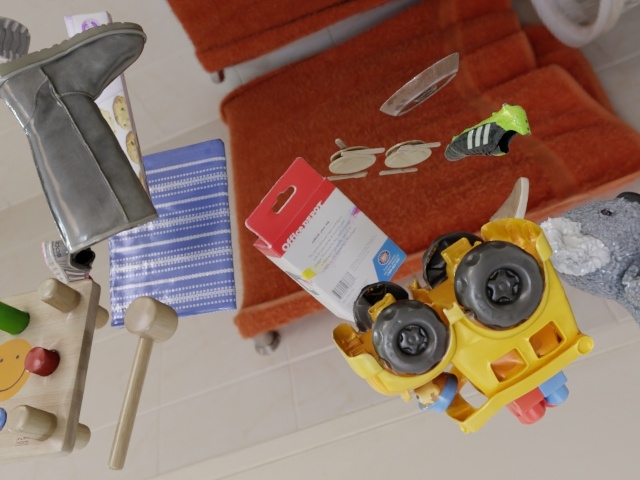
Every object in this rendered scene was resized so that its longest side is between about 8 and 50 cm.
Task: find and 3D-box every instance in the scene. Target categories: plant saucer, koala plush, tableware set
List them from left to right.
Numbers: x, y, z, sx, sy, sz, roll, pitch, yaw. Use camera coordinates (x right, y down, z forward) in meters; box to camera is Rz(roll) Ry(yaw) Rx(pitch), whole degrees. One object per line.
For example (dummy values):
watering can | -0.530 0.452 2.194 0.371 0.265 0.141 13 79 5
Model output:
tableware set | 0.107 -0.158 1.106 0.128 0.194 0.039 128 133 -69
plant saucer | 0.183 -0.273 1.092 0.029 0.168 0.168 55 -171 0
koala plush | 0.363 0.026 0.698 0.196 0.221 0.203 -5 -67 -61

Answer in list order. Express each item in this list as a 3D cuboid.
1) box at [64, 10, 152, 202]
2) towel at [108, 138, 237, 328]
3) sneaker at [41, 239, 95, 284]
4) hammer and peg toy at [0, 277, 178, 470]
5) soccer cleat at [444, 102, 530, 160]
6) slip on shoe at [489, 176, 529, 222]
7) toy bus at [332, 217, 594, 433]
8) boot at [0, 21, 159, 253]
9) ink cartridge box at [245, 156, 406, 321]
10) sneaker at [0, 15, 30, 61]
box | -0.330 -0.188 0.964 0.063 0.067 0.324 -127 29 -70
towel | -0.277 -0.016 1.120 0.040 0.243 0.336 50 -149 -68
sneaker | -0.453 0.052 1.146 0.170 0.074 0.063 78 175 -53
hammer and peg toy | -0.395 0.186 0.860 0.127 0.361 0.266 54 -150 -54
soccer cleat | 0.293 -0.176 1.087 0.060 0.179 0.072 -8 -106 -38
slip on shoe | 0.267 -0.027 0.883 0.051 0.041 0.135 -51 -26 -70
toy bus | 0.151 0.112 0.612 0.211 0.220 0.149 58 177 -9
boot | -0.234 -0.115 0.668 0.208 0.189 0.076 59 165 2
ink cartridge box | 0.000 0.000 0.907 0.231 0.134 0.078 42 166 -19
sneaker | -0.635 -0.370 1.035 0.281 0.115 0.105 13 -89 -77
